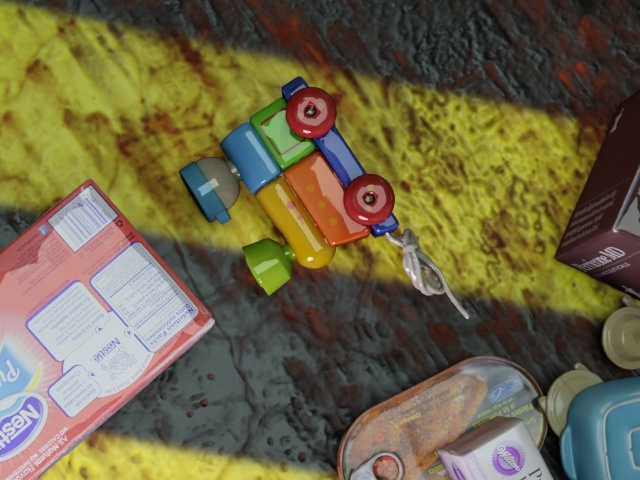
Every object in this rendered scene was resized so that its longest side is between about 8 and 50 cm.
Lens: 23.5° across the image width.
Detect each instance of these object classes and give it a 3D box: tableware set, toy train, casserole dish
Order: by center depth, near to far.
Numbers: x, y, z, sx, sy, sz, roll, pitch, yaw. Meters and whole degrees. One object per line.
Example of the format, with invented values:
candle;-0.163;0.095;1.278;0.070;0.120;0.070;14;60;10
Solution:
toy train;0.000;0.000;1.298;0.143;0.105;0.248;-33;87;-2
casserole dish;0.296;0.172;1.318;0.188;0.037;0.114;-6;89;-21
tableware set;0.275;0.138;1.343;0.141;0.020;0.168;45;72;-11

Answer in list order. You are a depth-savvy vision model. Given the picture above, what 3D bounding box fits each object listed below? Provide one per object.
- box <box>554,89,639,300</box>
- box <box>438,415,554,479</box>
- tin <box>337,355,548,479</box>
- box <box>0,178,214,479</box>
box;0.341;-0.024;1.312;0.203;0.168;0.167;26;79;-3
box;0.204;0.301;1.273;0.067;0.063;0.324;-27;93;-13
tin;0.104;0.171;1.314;0.190;0.040;0.106;-25;81;-12
box;-0.245;0.111;1.216;0.300;0.142;0.154;-42;89;-12
